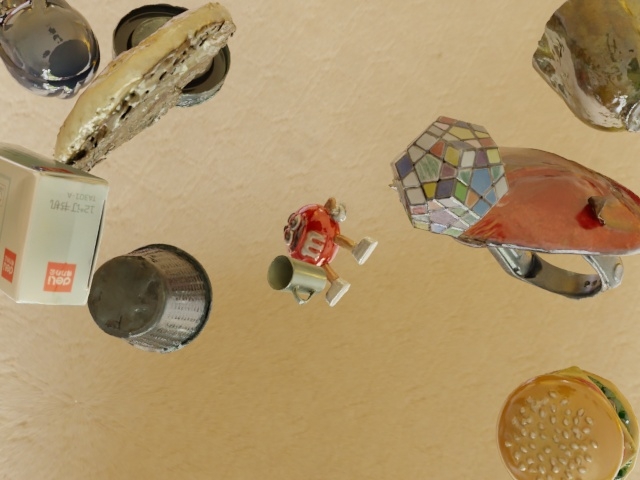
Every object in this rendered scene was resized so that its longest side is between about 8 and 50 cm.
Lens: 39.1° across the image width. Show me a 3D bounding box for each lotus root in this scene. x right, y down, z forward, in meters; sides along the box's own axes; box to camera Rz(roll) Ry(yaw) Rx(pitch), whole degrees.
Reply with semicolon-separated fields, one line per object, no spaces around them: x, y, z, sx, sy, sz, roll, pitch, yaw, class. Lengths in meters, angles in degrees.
0.549;-0.326;1.776;0.149;0.267;0.260;-16;64;-20;lotus root

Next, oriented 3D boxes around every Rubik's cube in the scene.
0.116;-0.058;0.823;0.093;0.111;0.111;-17;85;-2;Rubik's cube

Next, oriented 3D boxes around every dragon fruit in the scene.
0.259;-0.055;1.144;0.344;0.282;0.100;16;115;25;dragon fruit

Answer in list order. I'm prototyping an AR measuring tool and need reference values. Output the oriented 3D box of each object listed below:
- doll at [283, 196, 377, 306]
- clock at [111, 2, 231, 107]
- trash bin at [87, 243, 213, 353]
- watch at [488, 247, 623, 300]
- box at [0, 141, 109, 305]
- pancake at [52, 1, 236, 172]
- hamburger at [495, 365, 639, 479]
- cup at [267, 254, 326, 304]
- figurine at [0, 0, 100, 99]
0.000;0.000;1.725;0.085;0.217;0.183;10;119;-46;doll
-0.282;-0.349;1.701;0.226;0.049;0.226;12;54;-17;clock
-0.263;0.087;1.348;0.176;0.161;0.175;0;87;7;trash bin
0.347;0.008;1.370;0.206;0.193;0.068;50;59;-36;watch
-0.324;-0.029;0.961;0.079;0.269;0.135;6;100;-41;box
-0.278;-0.228;1.395;0.071;0.382;0.382;45;72;-5;pancake
0.285;0.225;1.042;0.115;0.162;0.161;5;75;-59;hamburger
-0.029;0.060;1.380;0.083;0.075;0.054;15;106;-47;cup
-0.490;-0.356;1.560;0.265;0.197;0.175;40;75;22;figurine
